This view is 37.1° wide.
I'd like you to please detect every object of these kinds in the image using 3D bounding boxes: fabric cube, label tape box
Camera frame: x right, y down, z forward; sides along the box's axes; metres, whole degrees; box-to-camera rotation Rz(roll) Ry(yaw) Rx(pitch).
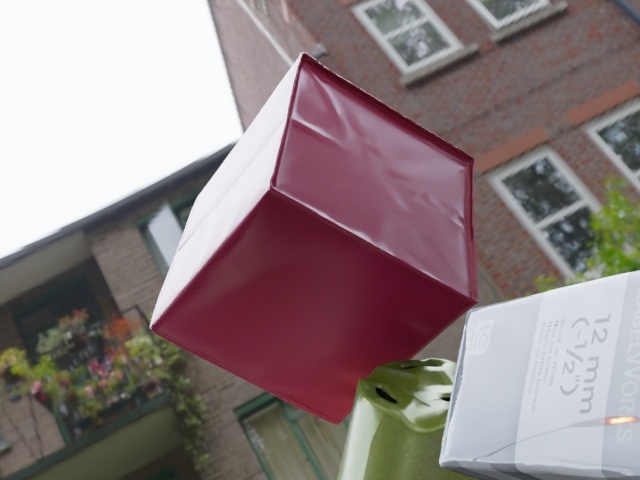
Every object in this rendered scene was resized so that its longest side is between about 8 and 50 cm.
[{"bbox_3d":[0.000,0.000,1.077,0.254,0.259,0.258,29,-51,-15],"label":"fabric cube"},{"bbox_3d":[0.254,0.101,0.484,0.249,0.115,0.347,20,-15,-17],"label":"label tape box"}]

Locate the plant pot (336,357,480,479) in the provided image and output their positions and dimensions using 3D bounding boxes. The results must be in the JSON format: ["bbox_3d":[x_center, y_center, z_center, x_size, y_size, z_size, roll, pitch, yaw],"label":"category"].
[{"bbox_3d":[0.118,0.262,0.934,0.276,0.276,0.254,-5,-75,-39],"label":"plant pot"}]
